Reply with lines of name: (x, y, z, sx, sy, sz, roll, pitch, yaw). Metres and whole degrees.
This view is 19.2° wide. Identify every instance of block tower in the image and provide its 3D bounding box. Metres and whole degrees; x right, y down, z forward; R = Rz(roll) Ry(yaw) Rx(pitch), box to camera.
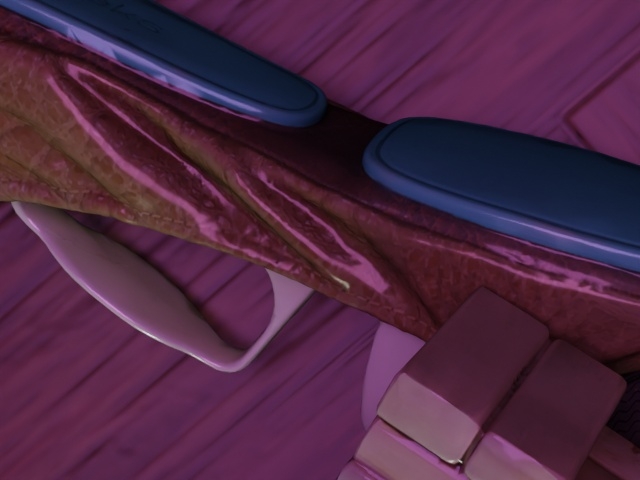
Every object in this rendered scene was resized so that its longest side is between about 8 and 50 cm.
block tower: (-0.003, 0.184, 0.640, 0.091, 0.097, 0.335, 33, 114, 10)

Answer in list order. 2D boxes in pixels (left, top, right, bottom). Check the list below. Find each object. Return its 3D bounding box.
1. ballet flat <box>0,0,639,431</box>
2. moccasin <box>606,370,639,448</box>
ballet flat: (0.000, 0.000, 0.698, 0.342, 0.116, 0.124, 20, 112, 10)
moccasin: (0.185, 0.216, 0.630, 0.139, 0.147, 0.380, -44, 59, 36)
